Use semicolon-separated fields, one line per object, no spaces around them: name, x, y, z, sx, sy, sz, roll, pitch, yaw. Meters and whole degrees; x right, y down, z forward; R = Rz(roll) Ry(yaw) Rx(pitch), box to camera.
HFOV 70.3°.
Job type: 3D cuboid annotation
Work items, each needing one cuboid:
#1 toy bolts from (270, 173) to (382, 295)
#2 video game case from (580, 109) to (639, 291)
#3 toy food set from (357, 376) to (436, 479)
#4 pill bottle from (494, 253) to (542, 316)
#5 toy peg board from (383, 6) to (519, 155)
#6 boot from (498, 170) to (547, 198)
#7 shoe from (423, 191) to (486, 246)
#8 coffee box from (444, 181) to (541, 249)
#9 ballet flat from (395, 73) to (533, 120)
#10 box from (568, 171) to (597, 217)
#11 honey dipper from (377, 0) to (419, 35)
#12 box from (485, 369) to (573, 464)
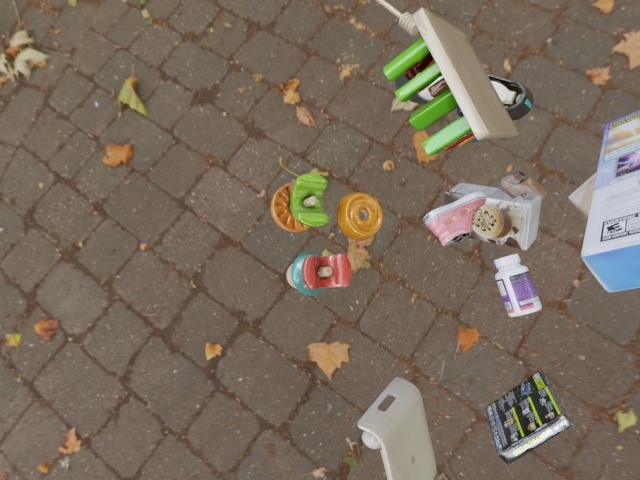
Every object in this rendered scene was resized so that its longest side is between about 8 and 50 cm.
toy bolts;0.000;0.000;0.944;0.218;0.158;0.228;5;80;-28
video game case;0.399;-0.081;0.408;0.061;0.269;0.244;47;53;-16
toy food set;0.186;0.528;1.113;0.092;0.220;0.306;-7;100;35
pill bottle;0.647;0.146;1.508;0.108;0.108;0.193;-16;81;1
toy peg board;0.162;-0.184;0.576;0.079;0.161;0.161;-29;84;35
boot;0.578;-0.147;1.315;0.118;0.087;0.042;43;56;7
shoe;0.320;-0.047;1.020;0.178;0.063;0.081;-21;69;-25
coffee box;0.594;-0.091;1.593;0.297;0.168;0.119;15;32;38
ballet flat;0.275;-0.308;0.896;0.280;0.096;0.095;18;101;20
box;0.475;-0.028;0.615;0.121;0.311;0.148;41;112;-4
honey dipper;0.136;-0.464;0.903;0.030;0.030;0.160;-39;70;-7
box;0.508;0.435;1.131;0.184;0.190;0.045;-42;94;17
